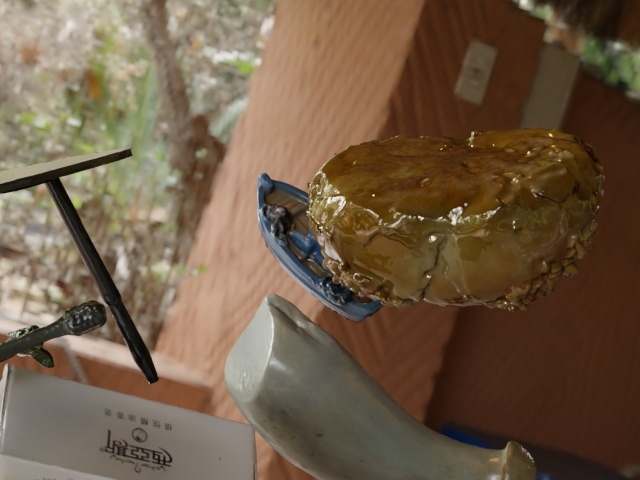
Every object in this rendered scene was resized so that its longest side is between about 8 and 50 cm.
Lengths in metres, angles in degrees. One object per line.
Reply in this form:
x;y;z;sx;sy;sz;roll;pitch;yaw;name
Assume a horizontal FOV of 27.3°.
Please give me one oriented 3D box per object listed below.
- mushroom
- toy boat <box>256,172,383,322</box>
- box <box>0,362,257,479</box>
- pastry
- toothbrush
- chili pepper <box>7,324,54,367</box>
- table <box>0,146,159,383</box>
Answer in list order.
0.044;0.157;1.077;0.270;0.118;0.103;31;30;-8;mushroom
0.000;0.000;1.537;0.100;0.097;0.223;-31;64;-34;toy boat
-0.229;0.259;1.366;0.274;0.203;0.116;17;43;-21;box
0.142;-0.017;1.369;0.310;0.162;0.255;-3;20;19;pastry
-0.334;0.120;1.202;0.297;0.030;0.030;-22;2;-14;toothbrush
-0.354;0.129;1.593;0.055;0.035;0.118;26;-23;6;chili pepper
-0.351;0.065;1.370;0.317;0.249;0.317;-12;8;2;table
